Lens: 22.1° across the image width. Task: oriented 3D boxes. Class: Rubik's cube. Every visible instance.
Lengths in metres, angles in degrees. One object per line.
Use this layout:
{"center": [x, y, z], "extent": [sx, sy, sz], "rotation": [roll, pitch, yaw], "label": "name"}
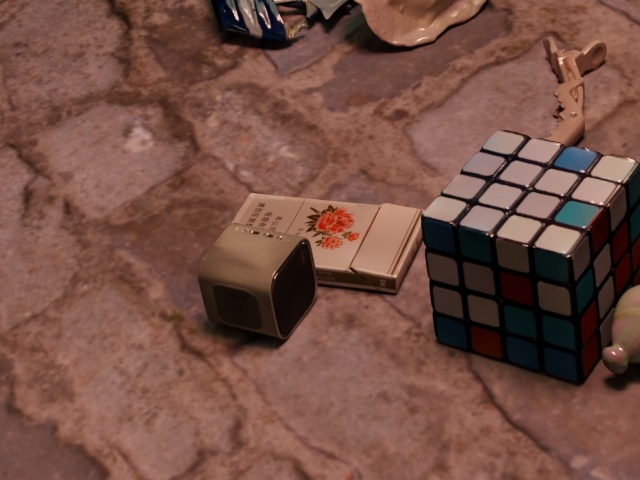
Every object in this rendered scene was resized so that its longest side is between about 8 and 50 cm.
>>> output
{"center": [0.198, 0.011, 1.499], "extent": [0.154, 0.151, 0.155], "rotation": [14, 44, 30], "label": "Rubik's cube"}

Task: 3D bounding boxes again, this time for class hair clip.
{"center": [0.277, -0.154, 1.789], "extent": [0.072, 0.034, 0.226], "rotation": [-1, 39, 10], "label": "hair clip"}

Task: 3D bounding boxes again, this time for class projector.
{"center": [-0.059, 0.039, 1.575], "extent": [0.082, 0.083, 0.083], "rotation": [12, 43, 27], "label": "projector"}

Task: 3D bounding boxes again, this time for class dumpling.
{"center": [0.118, -0.311, 1.964], "extent": [0.228, 0.151, 0.124], "rotation": [-15, -5, -33], "label": "dumpling"}

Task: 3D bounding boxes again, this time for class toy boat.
{"center": [-0.008, -0.316, 2.040], "extent": [0.291, 0.070, 0.210], "rotation": [6, 47, 10], "label": "toy boat"}

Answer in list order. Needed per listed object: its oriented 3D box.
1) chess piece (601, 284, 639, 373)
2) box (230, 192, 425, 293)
{"center": [0.348, 0.026, 1.487], "extent": [0.271, 0.139, 0.139], "rotation": [-42, 46, -19], "label": "chess piece"}
{"center": [0.000, 0.000, 1.658], "extent": [0.198, 0.029, 0.109], "rotation": [6, 40, 21], "label": "box"}
